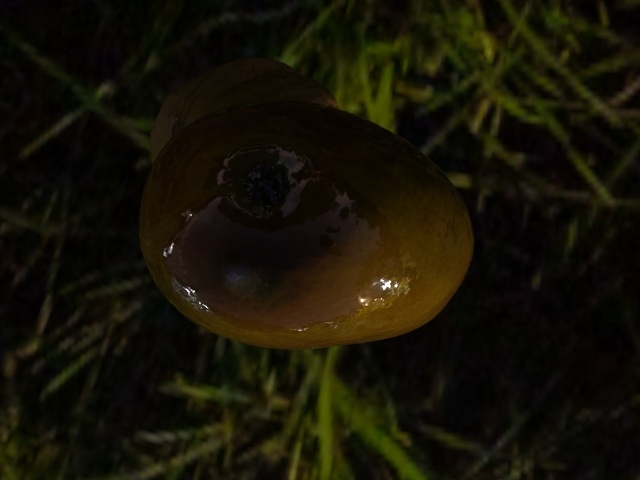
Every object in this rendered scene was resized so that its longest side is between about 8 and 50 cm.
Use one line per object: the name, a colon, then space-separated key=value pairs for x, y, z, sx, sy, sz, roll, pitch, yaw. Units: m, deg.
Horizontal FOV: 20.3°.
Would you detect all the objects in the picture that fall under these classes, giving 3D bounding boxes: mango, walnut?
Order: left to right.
walnut: x=-0.068 y=-0.096 z=1.720 sx=0.159 sy=0.206 sz=0.159 roll=16 pitch=116 yaw=36
mango: x=0.000 y=0.000 z=1.319 sx=0.211 sy=0.173 sz=0.317 roll=-14 pitch=162 yaw=25
